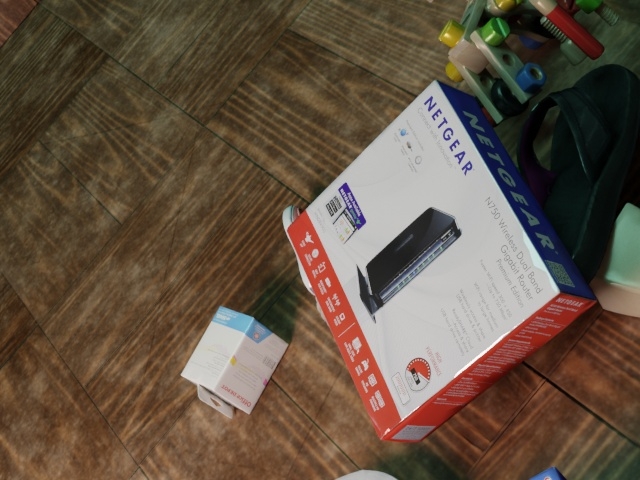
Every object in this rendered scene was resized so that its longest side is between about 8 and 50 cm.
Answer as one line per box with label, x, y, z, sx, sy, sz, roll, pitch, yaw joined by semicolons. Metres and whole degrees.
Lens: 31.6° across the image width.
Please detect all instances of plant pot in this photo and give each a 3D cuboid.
plant pot;0.401;0.037;1.377;0.096;0.109;0.109;27;78;36

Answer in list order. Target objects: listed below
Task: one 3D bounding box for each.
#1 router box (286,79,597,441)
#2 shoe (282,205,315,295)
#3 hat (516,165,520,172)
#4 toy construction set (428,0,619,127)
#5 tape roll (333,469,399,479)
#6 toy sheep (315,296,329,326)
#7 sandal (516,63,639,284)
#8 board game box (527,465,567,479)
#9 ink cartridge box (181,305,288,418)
router box;0.131;0.026;1.393;0.301;0.082;0.335;-45;53;28
shoe;0.000;0.000;1.788;0.081;0.063;0.178;-32;48;16
hat;0.212;-0.073;1.558;0.208;0.183;0.173;8;67;44
toy construction set;0.248;-0.323;1.608;0.257;0.237;0.309;-53;12;-13
tape roll;0.055;0.402;1.416;0.219;0.072;0.219;-23;47;26
toy sheep;0.035;0.084;1.672;0.091;0.091;0.132;-34;48;16
sandal;0.319;-0.105;1.464;0.167;0.107;0.446;-43;18;44
board game box;0.222;0.445;1.174;0.233;0.078;0.347;-30;52;11
ink cartridge box;-0.136;0.190;1.732;0.090;0.092;0.143;15;70;47
